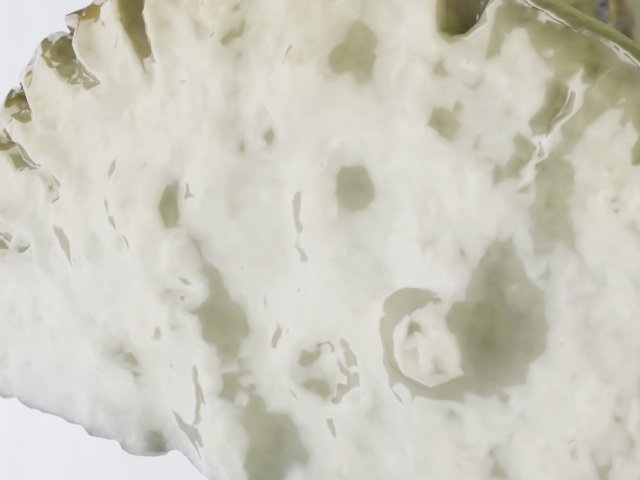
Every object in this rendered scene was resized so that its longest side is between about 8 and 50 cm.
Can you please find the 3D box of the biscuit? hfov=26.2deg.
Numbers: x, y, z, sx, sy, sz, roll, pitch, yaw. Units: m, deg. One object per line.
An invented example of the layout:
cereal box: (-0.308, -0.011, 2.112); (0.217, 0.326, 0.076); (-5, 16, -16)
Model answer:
biscuit: (0.000, 0.000, 0.379); (0.084, 0.281, 0.179); (-36, -54, -51)
